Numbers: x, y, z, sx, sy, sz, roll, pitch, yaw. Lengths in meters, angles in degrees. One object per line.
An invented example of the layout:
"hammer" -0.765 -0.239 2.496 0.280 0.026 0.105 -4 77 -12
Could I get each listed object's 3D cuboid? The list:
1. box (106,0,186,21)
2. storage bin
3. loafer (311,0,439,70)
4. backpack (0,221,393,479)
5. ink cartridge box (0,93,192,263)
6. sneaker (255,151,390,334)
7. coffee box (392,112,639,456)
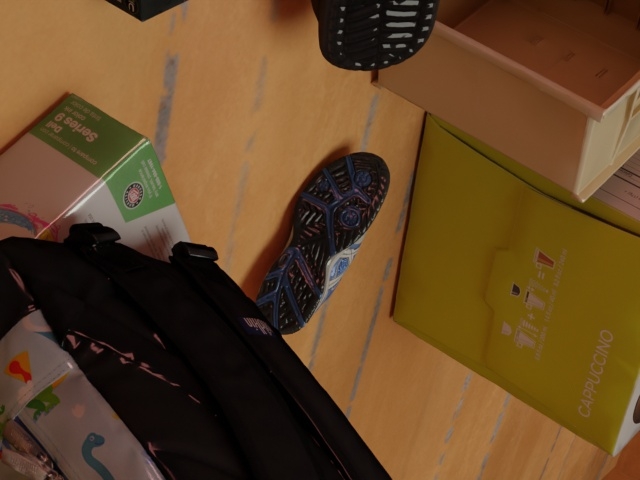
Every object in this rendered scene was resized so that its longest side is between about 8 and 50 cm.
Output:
"box" -0.122 -0.209 0.883 0.062 0.052 0.083 -34 145 -37
"storage bin" 0.229 -0.203 1.240 0.260 0.262 0.123 -40 149 -31
"loafer" 0.042 -0.301 0.978 0.134 0.130 0.366 -6 142 -18
"backpack" -0.075 0.186 0.840 0.273 0.356 0.290 -60 152 9
"ink cartridge box" -0.210 0.021 0.932 0.212 0.093 0.154 -48 151 -22
"sneaker" 0.000 0.000 1.296 0.211 0.080 0.081 -56 174 -2
"coffee box" 0.333 -0.015 1.521 0.334 0.338 0.337 -34 144 -38
